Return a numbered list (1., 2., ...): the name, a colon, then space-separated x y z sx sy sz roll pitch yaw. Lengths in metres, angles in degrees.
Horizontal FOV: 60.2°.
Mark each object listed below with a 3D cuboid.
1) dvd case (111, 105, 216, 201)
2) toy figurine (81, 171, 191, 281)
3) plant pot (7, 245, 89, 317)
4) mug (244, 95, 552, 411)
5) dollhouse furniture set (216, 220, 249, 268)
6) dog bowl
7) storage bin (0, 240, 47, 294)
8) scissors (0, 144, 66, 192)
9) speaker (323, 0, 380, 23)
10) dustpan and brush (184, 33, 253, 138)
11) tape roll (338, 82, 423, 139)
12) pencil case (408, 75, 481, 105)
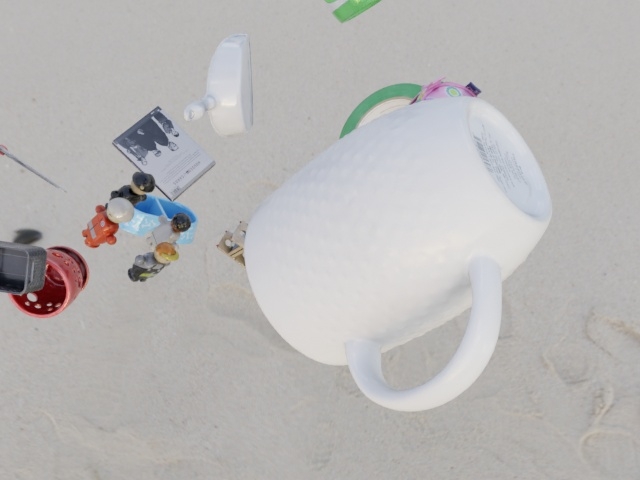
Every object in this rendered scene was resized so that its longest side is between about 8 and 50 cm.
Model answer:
1. dvd case: -0.451 -0.253 1.602 0.238 0.029 0.179 45 67 -3
2. toy figurine: -0.415 -0.033 1.289 0.209 0.148 0.213 46 24 -19
3. plant pot: -0.810 0.115 1.657 0.191 0.191 0.174 0 15 -1
4. mug: 0.106 0.020 0.686 0.276 0.328 0.374 24 48 -33
5. dollhouse furniture set: -0.183 -0.030 1.576 0.129 0.129 0.184 37 62 -17
6. dog bowl: -0.523 -0.078 1.761 0.297 0.074 0.166 14 28 -43
7. storage bin: -0.842 0.070 1.476 0.180 0.084 0.122 8 94 4
8. scissors: -0.550 -0.160 0.934 0.297 0.109 0.021 36 69 -8
9. speaker: 0.008 -0.527 0.919 0.131 0.131 0.297 -36 105 -20
10. dustpan and brush: -0.136 -0.196 0.756 0.060 0.147 0.211 1 27 0
11. tape roll: 0.200 -0.259 1.479 0.321 0.077 0.322 -11 68 29
12. pencil case: 0.175 -0.188 1.004 0.124 0.284 0.124 3 79 -15
